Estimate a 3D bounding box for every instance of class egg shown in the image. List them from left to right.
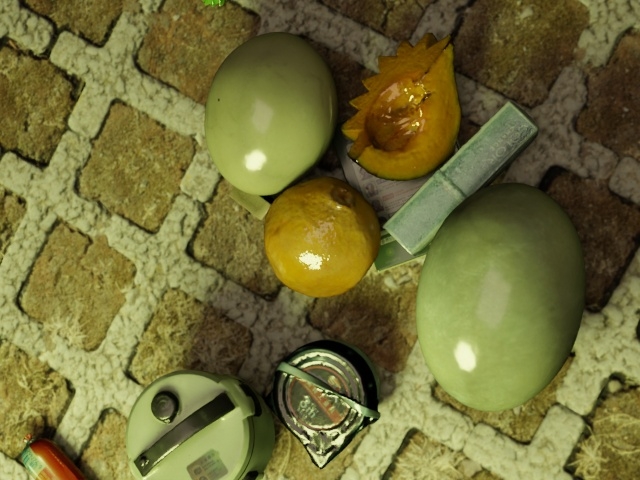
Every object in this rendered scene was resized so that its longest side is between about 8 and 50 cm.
[{"bbox_3d":[-0.080,-0.207,1.835,0.219,0.219,0.269,14,95,15],"label":"egg"},{"bbox_3d":[0.275,0.086,1.715,0.258,0.258,0.352,14,86,15],"label":"egg"}]

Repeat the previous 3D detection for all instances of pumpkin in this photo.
[{"bbox_3d":[0.141,-0.204,1.822,0.254,0.149,0.130,-55,33,-6],"label":"pumpkin"}]

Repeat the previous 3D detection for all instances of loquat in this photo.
[{"bbox_3d":[0.000,0.000,1.825,0.187,0.176,0.234,58,144,16],"label":"loquat"}]

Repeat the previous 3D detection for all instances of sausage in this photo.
[{"bbox_3d":[-0.445,0.445,2.000,0.264,0.083,0.083,46,100,13],"label":"sausage"}]

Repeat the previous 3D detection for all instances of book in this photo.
[{"bbox_3d":[0.146,-0.103,1.871,0.202,0.027,0.264,-21,85,14],"label":"book"}]

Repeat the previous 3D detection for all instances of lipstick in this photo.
[{"bbox_3d":[0.228,-0.099,1.798,0.290,0.076,0.077,-45,79,7],"label":"lipstick"}]

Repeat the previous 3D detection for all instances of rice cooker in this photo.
[{"bbox_3d":[-0.192,0.321,1.842,0.226,0.244,0.226,-3,76,13],"label":"rice cooker"}]

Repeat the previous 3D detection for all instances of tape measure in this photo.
[{"bbox_3d":[0.011,0.256,1.864,0.181,0.107,0.182,-42,80,14],"label":"tape measure"}]

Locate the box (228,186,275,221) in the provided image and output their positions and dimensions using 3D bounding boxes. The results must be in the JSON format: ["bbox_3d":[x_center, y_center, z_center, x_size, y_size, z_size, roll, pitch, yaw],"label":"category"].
[{"bbox_3d":[-0.103,-0.063,1.908,0.079,0.083,0.035,37,98,19],"label":"box"}]

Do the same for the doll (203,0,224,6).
[{"bbox_3d":[-0.167,-0.501,1.949,0.115,0.050,0.190,13,95,11],"label":"doll"}]
